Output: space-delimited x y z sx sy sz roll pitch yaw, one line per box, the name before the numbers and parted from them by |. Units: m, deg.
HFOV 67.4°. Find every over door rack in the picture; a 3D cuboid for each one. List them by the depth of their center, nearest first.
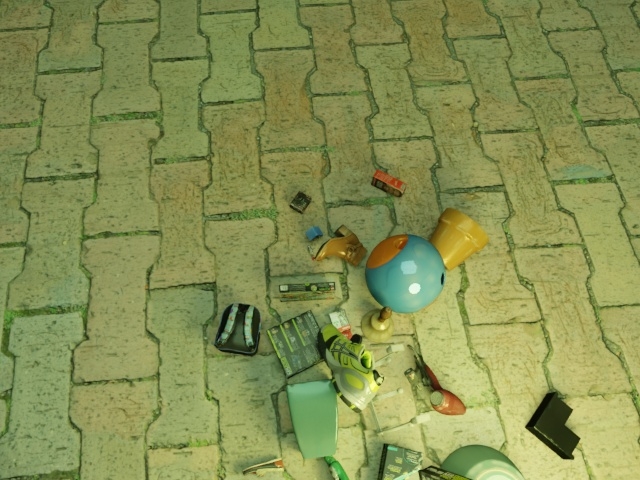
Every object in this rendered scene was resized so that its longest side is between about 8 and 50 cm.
over door rack | 0.243 0.493 1.567 0.108 0.324 0.239 -9 65 -23

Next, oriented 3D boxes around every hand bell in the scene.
hand bell | 0.218 0.276 1.693 0.126 0.242 0.126 1 68 -2

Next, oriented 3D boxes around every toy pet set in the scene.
toy pet set | 0.000 0.000 1.900 0.122 0.065 0.114 -25 70 -12

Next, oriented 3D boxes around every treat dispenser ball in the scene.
treat dispenser ball | 0.306 0.120 1.738 0.288 0.288 0.288 1 67 -2

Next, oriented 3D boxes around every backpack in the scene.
backpack | -0.288 0.319 1.725 0.158 0.117 0.173 7 67 1

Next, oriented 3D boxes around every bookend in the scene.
bookend | 0.823 0.636 1.652 0.156 0.072 0.157 39 70 13

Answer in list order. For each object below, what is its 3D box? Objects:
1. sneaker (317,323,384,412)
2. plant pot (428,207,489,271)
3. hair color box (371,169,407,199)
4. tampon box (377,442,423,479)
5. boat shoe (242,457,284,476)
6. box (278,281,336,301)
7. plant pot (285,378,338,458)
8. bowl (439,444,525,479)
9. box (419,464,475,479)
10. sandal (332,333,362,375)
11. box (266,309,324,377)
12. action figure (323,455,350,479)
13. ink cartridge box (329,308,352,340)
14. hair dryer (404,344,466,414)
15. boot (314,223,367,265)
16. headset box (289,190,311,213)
sneaker | 0.102 0.395 1.593 0.147 0.145 0.385 -41 31 5
plant pot | 0.508 0.009 1.854 0.205 0.205 0.188 41 87 14
hair color box | 0.286 -0.234 2.006 0.141 0.072 0.043 28 68 10
tampon box | 0.255 0.760 1.563 0.120 0.101 0.161 14 68 5
boat shoe | -0.189 0.756 1.582 0.137 0.049 0.043 -11 70 -12
box | -0.049 0.192 1.790 0.207 0.114 0.036 -3 67 -3
plant pot | -0.022 0.591 1.599 0.165 0.165 0.234 -6 74 -5
bowl | 0.536 0.814 1.518 0.311 0.163 0.311 0 67 -1
box | 0.409 0.844 1.435 0.060 0.216 0.270 -3 85 -37
sandal | 0.105 0.423 1.726 0.067 0.040 0.179 20 75 48
box | -0.077 0.376 1.749 0.184 0.045 0.191 -25 71 -10
action figure | 0.077 0.798 1.546 0.063 0.137 0.232 -31 62 -1
ink cartridge box | 0.078 0.320 1.785 0.063 0.029 0.115 -16 68 -9
hair dryer | 0.406 0.496 1.653 0.080 0.223 0.293 -38 93 23
boot | 0.084 0.048 1.863 0.152 0.073 0.197 46 69 -4
headset box | -0.084 -0.154 1.980 0.062 0.032 0.083 31 68 11
